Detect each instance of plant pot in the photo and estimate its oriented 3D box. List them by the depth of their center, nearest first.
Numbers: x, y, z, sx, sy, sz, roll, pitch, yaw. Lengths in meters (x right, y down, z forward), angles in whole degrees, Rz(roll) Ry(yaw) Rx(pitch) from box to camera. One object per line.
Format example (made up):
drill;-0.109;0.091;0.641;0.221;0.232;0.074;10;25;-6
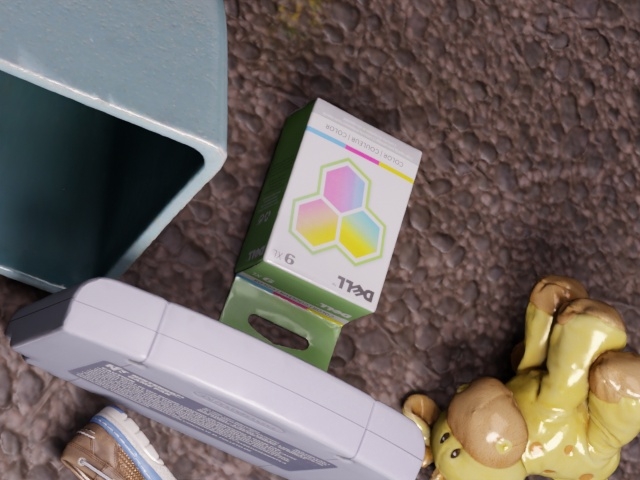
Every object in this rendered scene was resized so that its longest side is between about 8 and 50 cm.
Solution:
plant pot;-0.211;-0.146;1.350;0.247;0.248;0.252;22;53;-20

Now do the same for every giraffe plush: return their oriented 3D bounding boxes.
giraffe plush;0.165;0.153;1.528;0.170;0.181;0.210;-14;119;-19

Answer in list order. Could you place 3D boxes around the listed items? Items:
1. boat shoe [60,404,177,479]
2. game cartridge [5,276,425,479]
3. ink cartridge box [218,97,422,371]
boat shoe;-0.131;0.218;1.402;0.066;0.066;0.183;-38;86;-24
game cartridge;-0.076;0.112;1.373;0.297;0.198;0.062;27;67;-19
ink cartridge box;0.000;0.000;1.515;0.109;0.062;0.209;26;68;-20
